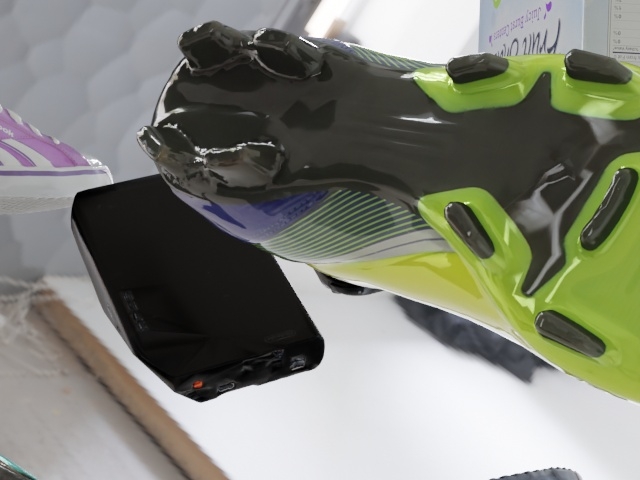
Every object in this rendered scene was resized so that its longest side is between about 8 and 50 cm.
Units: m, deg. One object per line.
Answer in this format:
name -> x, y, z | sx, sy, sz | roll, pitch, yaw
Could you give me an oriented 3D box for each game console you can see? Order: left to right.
game console -> 0.000, 0.000, 0.900 | 0.361, 0.044, 0.213 | -14, 46, -22

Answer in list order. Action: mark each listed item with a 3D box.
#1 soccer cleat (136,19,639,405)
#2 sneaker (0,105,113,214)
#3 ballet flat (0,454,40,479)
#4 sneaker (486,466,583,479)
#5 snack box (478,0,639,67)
soccer cleat -> 0.061, -0.011, 0.396 | 0.289, 0.093, 0.121 | 21, -5, 38
sneaker -> -0.294, -0.107, 0.965 | 0.102, 0.161, 0.282 | -11, -9, 37
ballet flat -> -0.414, 0.380, 1.636 | 0.280, 0.096, 0.095 | 10, -31, 36
sneaker -> 0.108, 0.255, 0.829 | 0.319, 0.112, 0.131 | -4, 58, -43
snack box -> 0.129, -0.119, 0.554 | 0.070, 0.207, 0.174 | 0, 1, -7
